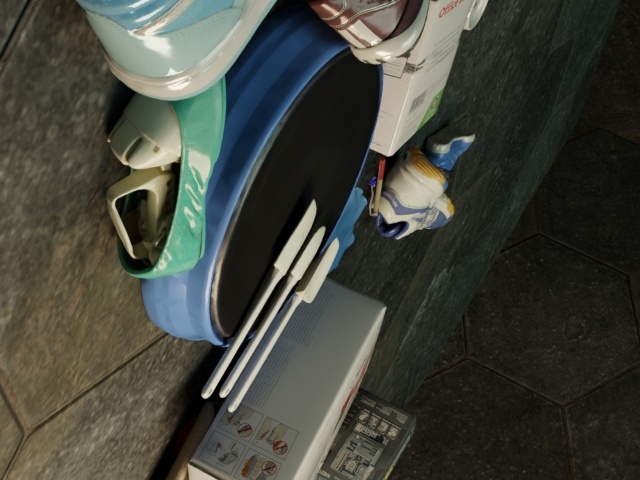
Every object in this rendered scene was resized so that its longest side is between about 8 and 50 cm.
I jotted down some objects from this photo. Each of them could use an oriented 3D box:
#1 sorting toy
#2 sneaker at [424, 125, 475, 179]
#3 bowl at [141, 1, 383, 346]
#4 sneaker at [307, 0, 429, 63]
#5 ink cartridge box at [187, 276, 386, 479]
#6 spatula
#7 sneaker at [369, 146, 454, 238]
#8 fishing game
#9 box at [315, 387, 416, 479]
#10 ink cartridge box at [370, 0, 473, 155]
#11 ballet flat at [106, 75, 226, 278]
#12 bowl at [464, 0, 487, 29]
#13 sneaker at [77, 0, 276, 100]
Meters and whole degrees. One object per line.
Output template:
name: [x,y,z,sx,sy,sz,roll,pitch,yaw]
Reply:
sorting toy: [-0.197,0.351,1.391,0.307,0.041,0.229,-62,169,-3]
sneaker: [0.229,-0.155,1.891,0.152,0.058,0.085,-31,139,-55]
bowl: [-0.049,-0.060,1.124,0.391,0.077,0.391,-55,162,-27]
sneaker: [0.048,-0.323,0.979,0.162,0.106,0.281,25,70,-46]
ink cartridge box: [-0.047,0.242,1.383,0.309,0.130,0.272,-60,169,-31]
spatula: [-0.051,0.083,1.171,0.242,0.019,0.168,-60,165,-11]
sneaker: [0.141,-0.061,1.732,0.131,0.112,0.296,-45,162,-1]
fishing game: [0.000,0.000,1.451,0.264,0.041,0.189,-46,158,-26]
box: [0.002,0.296,1.567,0.183,0.232,0.059,-54,159,-32]
ink cartridge box: [0.110,-0.242,1.306,0.160,0.092,0.219,-44,155,-51]
ballet flat: [-0.133,-0.060,0.856,0.087,0.083,0.247,-25,141,-37]
bowl: [0.183,-0.337,1.416,0.170,0.080,0.170,-56,163,-27]
sneaker: [-0.060,-0.259,0.676,0.319,0.127,0.208,-62,166,-7]
